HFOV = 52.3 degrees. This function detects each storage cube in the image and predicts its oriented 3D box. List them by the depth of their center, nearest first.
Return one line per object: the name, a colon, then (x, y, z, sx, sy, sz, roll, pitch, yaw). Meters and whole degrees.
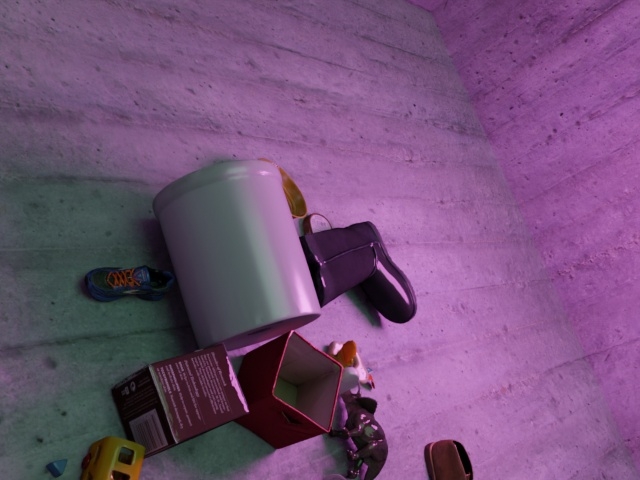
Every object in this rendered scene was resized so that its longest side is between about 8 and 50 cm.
storage cube: (-0.089, 0.367, 1.585, 0.183, 0.193, 0.215, 39, 43, -22)

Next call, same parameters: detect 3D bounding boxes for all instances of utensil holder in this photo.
utensil holder: (-0.199, 0.048, 1.588, 0.327, 0.327, 0.385, -4, 71, -48)

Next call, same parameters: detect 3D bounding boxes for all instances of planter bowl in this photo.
planter bowl: (-0.145, -0.131, 1.930, 0.217, 0.090, 0.217, 43, 24, -24)

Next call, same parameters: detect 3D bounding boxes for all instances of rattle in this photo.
rattle: (0.124, 0.352, 1.874, 0.199, 0.143, 0.130, 35, 28, -18)

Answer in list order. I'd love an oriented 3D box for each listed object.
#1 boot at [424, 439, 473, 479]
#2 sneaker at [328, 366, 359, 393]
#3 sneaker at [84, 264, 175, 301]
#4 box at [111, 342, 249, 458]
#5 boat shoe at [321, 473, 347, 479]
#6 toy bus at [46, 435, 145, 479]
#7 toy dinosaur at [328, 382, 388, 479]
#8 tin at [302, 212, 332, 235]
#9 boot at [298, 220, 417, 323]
boot: (0.402, 0.743, 1.923, 0.112, 0.115, 0.305, 10, 59, -46)
sneaker: (0.028, 0.359, 1.709, 0.080, 0.212, 0.094, 5, 58, -28)
sneaker: (-0.431, 0.088, 1.490, 0.221, 0.087, 0.083, 2, 63, -47)
box: (-0.299, 0.342, 1.393, 0.203, 0.168, 0.167, -9, 71, -50)
boat shoe: (0.074, 0.736, 1.599, 0.118, 0.103, 0.320, -21, 74, -32)
toy bus: (-0.404, 0.477, 1.240, 0.191, 0.104, 0.202, -24, 83, -51)
toy dinosaur: (0.123, 0.540, 1.752, 0.160, 0.121, 0.313, -14, 72, -33)
tin: (0.000, 0.000, 2.059, 0.106, 0.040, 0.190, 8, 60, -39)
boot: (0.097, 0.124, 1.922, 0.367, 0.146, 0.445, 59, 25, 8)
